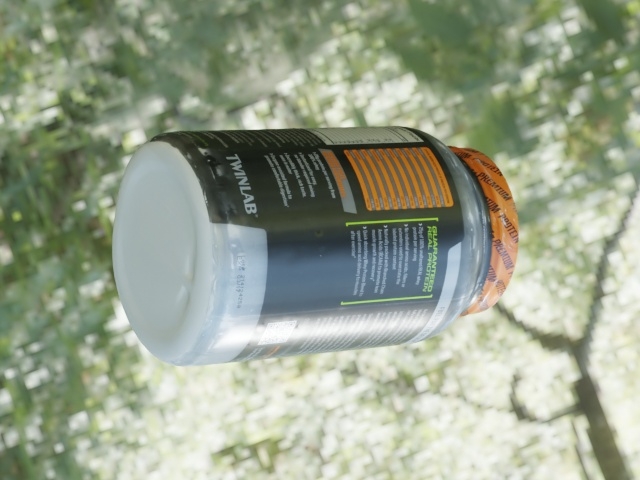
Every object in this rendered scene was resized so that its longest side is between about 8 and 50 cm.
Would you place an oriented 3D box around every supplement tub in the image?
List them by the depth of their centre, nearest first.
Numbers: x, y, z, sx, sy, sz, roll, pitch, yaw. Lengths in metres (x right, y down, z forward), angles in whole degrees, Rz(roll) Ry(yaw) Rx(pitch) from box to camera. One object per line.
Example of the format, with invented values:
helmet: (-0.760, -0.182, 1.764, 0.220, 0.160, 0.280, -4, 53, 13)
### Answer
supplement tub: (0.000, 0.000, 0.886, 0.190, 0.117, 0.117, -3, 166, -32)
